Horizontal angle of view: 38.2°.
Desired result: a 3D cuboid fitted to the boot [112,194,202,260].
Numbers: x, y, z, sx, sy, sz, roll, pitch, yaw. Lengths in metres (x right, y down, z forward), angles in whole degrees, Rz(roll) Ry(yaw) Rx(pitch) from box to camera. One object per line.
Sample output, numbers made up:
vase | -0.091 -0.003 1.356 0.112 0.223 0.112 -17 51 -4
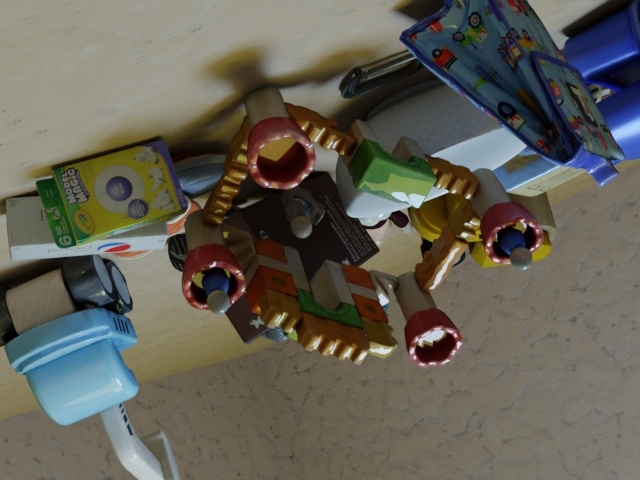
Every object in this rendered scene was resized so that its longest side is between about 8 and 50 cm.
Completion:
boot | -0.262 -0.024 1.438 0.158 0.059 0.084 -30 169 -2

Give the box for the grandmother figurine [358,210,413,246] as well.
grandmother figurine | 0.098 -0.059 1.986 0.207 0.104 0.342 0 170 -3

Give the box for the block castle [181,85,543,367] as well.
block castle | 0.051 0.007 1.292 0.453 0.213 0.303 17 121 -26

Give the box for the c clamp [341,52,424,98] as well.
c clamp | 0.102 -0.249 1.326 0.160 0.022 0.137 -24 174 -1

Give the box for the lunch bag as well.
lunch bag | 0.271 -0.184 1.188 0.138 0.293 0.221 -43 162 23

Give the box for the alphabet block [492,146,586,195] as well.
alphabet block | 0.410 -0.204 1.706 0.193 0.192 0.197 -25 168 25

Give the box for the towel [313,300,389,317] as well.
towel | -0.059 0.080 1.892 0.271 0.370 0.040 2 112 -66

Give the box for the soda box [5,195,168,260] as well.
soda box | -0.328 -0.022 1.303 0.216 0.074 0.069 -5 164 -17

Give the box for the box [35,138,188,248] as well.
box | -0.279 -0.062 1.235 0.179 0.105 0.043 -19 175 -17

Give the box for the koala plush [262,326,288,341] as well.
koala plush | -0.086 0.146 2.484 0.221 0.203 0.196 -29 176 -38

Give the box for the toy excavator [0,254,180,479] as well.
toy excavator | -0.414 0.280 1.723 0.222 0.445 0.433 -21 169 -2

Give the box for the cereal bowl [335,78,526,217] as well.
cereal bowl | 0.172 -0.167 1.530 0.339 0.141 0.339 -22 169 -4

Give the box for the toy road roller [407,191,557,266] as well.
toy road roller | 0.349 -0.078 1.967 0.329 0.203 0.241 -5 153 -8

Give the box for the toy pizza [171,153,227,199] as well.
toy pizza | -0.218 -0.093 1.402 0.201 0.032 0.201 -21 172 -3

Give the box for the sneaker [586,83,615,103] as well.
sneaker | 0.519 -0.251 1.931 0.162 0.106 0.281 -19 168 -35

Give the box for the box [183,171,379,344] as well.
box | -0.055 0.017 1.627 0.143 0.191 0.381 -34 179 28

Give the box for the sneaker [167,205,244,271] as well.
sneaker | -0.203 -0.002 1.759 0.208 0.081 0.094 -28 173 31

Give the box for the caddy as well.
caddy | 0.554 -0.268 1.548 0.179 0.241 0.341 -24 171 32
